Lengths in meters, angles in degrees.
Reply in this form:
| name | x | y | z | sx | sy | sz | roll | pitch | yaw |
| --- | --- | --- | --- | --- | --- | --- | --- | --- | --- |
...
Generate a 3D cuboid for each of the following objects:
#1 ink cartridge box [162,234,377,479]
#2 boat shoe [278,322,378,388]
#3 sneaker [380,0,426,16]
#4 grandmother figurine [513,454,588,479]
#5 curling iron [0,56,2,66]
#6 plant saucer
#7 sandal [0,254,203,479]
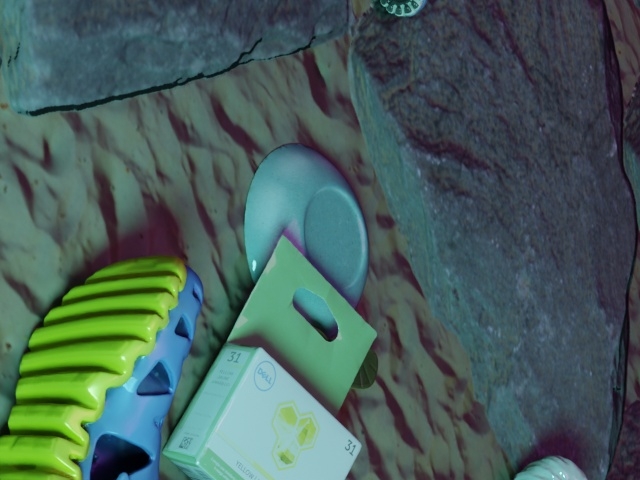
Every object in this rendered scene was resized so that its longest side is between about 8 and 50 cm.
| name | x | y | z | sx | sy | sz | roll | pitch | yaw |
| --- | --- | --- | --- | --- | --- | --- | --- | --- | --- |
| ink cartridge box | -0.025 | 0.139 | 1.687 | 0.171 | 0.056 | 0.235 | 47 | 63 | -38 |
| boat shoe | -0.010 | 0.109 | 1.773 | 0.153 | 0.048 | 0.056 | 13 | 84 | -46 |
| sneaker | 0.085 | -0.315 | 1.990 | 0.073 | 0.063 | 0.162 | 3 | 85 | -72 |
| grandmother figurine | 0.209 | 0.378 | 1.972 | 0.208 | 0.104 | 0.342 | 60 | 42 | -41 |
| curling iron | -0.281 | -0.017 | 1.420 | 0.068 | 0.035 | 0.274 | 34 | 57 | -51 |
| plant saucer | 0.000 | 0.000 | 1.808 | 0.195 | 0.037 | 0.195 | 18 | 68 | -52 |
| sandal | -0.173 | 0.154 | 1.470 | 0.138 | 0.126 | 0.317 | 49 | 56 | -39 |
